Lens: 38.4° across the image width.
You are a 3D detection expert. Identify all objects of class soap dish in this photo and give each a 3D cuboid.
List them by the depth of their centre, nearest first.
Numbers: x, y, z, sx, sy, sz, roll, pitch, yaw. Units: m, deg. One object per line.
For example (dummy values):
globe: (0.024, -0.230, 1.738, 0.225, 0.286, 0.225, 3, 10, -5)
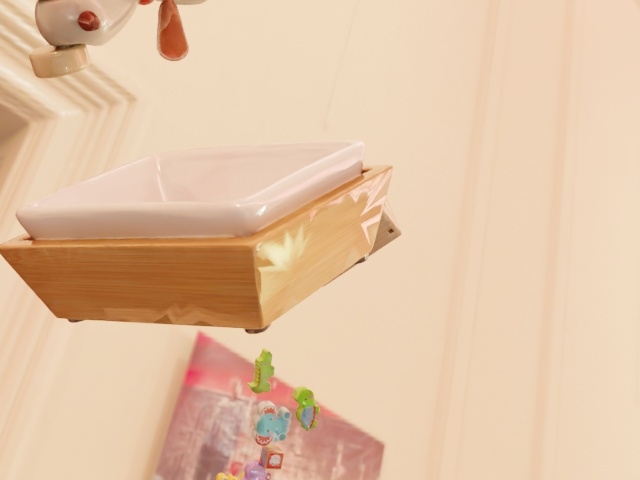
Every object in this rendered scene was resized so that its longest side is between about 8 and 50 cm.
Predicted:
soap dish: (-0.107, -0.008, 0.840, 0.291, 0.229, 0.118, -1, -71, 33)

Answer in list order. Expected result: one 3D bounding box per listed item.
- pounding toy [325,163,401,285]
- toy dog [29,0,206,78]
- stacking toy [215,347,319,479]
pounding toy: (-0.003, 0.008, 1.195, 0.206, 0.181, 0.094, -34, -61, 11)
toy dog: (-0.273, -0.348, 1.317, 0.161, 0.333, 0.220, 20, -32, 42)
stacking toy: (-0.072, 0.260, 1.130, 0.052, 0.221, 0.167, 10, 5, -25)
